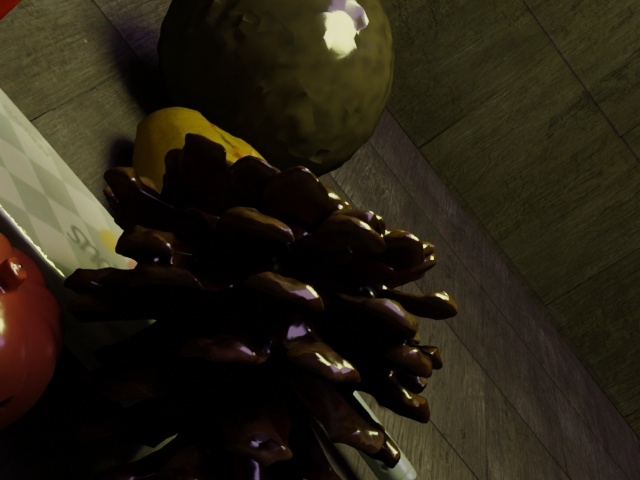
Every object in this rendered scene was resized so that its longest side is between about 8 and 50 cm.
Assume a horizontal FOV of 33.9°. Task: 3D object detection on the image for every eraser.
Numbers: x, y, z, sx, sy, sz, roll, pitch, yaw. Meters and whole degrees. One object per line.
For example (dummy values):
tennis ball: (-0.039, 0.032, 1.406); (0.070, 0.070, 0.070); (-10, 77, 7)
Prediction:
eraser: (-0.268, 0.021, 1.136); (0.397, 0.082, 0.213); (51, 20, -12)

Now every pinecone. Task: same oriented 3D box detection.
pinecone: (-0.074, 0.117, 0.943); (0.384, 0.384, 0.384); (47, 19, -22)

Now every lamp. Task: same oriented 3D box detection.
lamp: (-0.296, 0.068, 0.850); (0.187, 0.164, 0.188); (43, 20, -20)

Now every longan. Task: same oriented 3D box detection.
longan: (-0.072, -0.284, 1.701); (0.391, 0.391, 0.391); (47, 19, -22)

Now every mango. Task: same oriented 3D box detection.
mango: (-0.151, -0.045, 1.433); (0.253, 0.182, 0.365); (26, 22, -51)

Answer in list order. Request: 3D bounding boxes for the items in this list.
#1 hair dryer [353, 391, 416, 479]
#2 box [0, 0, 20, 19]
hair dryer: (0.058, 0.262, 1.494); (0.357, 0.107, 0.173); (55, 18, -1)
box: (-0.444, -0.354, 1.286); (0.099, 0.133, 0.182); (23, 38, -59)
